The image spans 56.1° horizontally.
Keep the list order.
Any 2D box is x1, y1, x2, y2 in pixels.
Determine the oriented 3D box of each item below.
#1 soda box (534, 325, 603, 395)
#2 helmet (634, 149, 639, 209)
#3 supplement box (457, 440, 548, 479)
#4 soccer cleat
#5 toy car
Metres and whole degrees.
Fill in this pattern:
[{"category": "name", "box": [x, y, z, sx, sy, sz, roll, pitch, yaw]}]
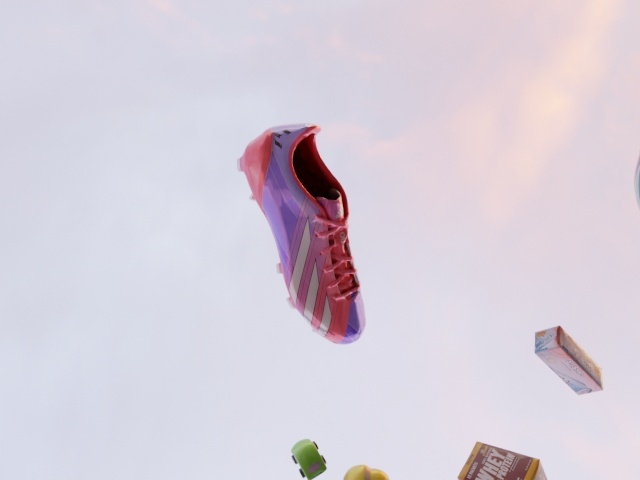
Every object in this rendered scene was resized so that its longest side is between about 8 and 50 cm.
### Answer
[{"category": "soda box", "box": [0.542, 0.263, 1.310, 0.183, 0.063, 0.058, 41, -136, -22]}, {"category": "helmet", "box": [0.449, -0.069, 0.695, 0.161, 0.169, 0.170, 5, -116, -53]}, {"category": "supplement box", "box": [0.509, 0.680, 1.634, 0.129, 0.191, 0.194, -47, -58, -33]}, {"category": "soccer cleat", "box": [0.000, 0.000, 0.615, 0.083, 0.095, 0.248, -38, -70, -47]}, {"category": "toy car", "box": [-0.005, 0.482, 1.228, 0.239, 0.225, 0.053, -28, -55, -14]}]
